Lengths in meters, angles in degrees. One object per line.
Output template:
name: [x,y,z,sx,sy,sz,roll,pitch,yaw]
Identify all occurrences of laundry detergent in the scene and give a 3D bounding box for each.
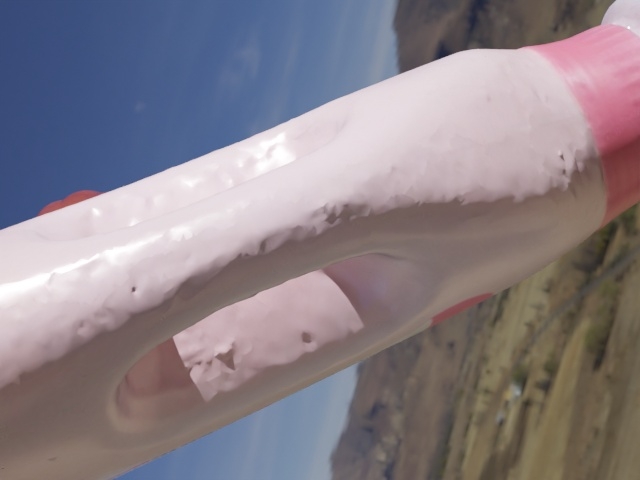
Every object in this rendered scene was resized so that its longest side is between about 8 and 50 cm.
laundry detergent: [0.000,0.000,0.413,0.159,0.335,0.088,124,121,-79]

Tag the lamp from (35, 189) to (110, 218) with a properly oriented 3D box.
lamp: [-0.149,0.019,0.800,0.092,0.107,0.108,62,-136,-65]
